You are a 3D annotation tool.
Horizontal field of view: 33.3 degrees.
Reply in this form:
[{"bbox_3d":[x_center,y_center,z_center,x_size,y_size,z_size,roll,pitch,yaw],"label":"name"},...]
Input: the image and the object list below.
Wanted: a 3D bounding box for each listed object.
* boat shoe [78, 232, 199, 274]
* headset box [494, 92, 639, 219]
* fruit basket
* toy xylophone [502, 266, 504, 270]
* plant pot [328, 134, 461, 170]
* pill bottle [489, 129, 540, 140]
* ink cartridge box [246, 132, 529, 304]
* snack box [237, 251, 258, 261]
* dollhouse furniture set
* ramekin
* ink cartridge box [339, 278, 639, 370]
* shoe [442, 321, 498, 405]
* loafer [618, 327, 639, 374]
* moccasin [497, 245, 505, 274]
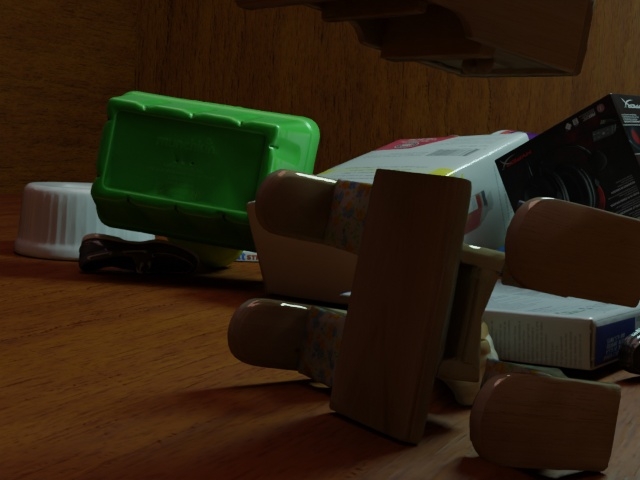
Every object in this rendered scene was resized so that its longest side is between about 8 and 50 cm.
[{"bbox_3d":[-0.312,0.039,1.830,0.206,0.075,0.065,8,48,-2],"label":"boat shoe"},{"bbox_3d":[0.403,-0.028,1.511,0.110,0.293,0.218,-4,-19,-44],"label":"headset box"},{"bbox_3d":[-0.196,-0.096,1.863,0.392,0.283,0.392,10,-2,0],"label":"fruit basket"},{"bbox_3d":[0.332,0.056,1.766,0.323,0.081,0.236,5,5,25],"label":"toy xylophone"},{"bbox_3d":[0.157,-0.064,2.134,0.265,0.272,0.272,-7,8,-18],"label":"plant pot"},{"bbox_3d":[0.454,-0.110,2.063,0.181,0.181,0.323,-1,11,-39],"label":"pill bottle"},{"bbox_3d":[0.118,-0.040,1.674,0.279,0.160,0.385,4,22,46],"label":"ink cartridge box"},{"bbox_3d":[-0.179,0.027,2.114,0.178,0.022,0.064,2,7,-13],"label":"snack box"},{"bbox_3d":[0.053,-0.040,0.894,0.256,0.394,0.362,11,1,-34],"label":"dollhouse furniture set"},{"bbox_3d":[-0.455,-0.041,2.090,0.277,0.135,0.277,3,6,0],"label":"ramekin"},{"bbox_3d":[0.245,0.098,1.354,0.330,0.071,0.324,2,4,35],"label":"ink cartridge box"},{"bbox_3d":[0.145,0.125,1.106,0.077,0.058,0.219,-17,-1,6],"label":"shoe"},{"bbox_3d":[0.404,0.125,1.184,0.170,0.062,0.061,-1,12,-29],"label":"loafer"},{"bbox_3d":[0.393,0.018,1.938,0.342,0.137,0.117,-1,-16,25],"label":"moccasin"}]
